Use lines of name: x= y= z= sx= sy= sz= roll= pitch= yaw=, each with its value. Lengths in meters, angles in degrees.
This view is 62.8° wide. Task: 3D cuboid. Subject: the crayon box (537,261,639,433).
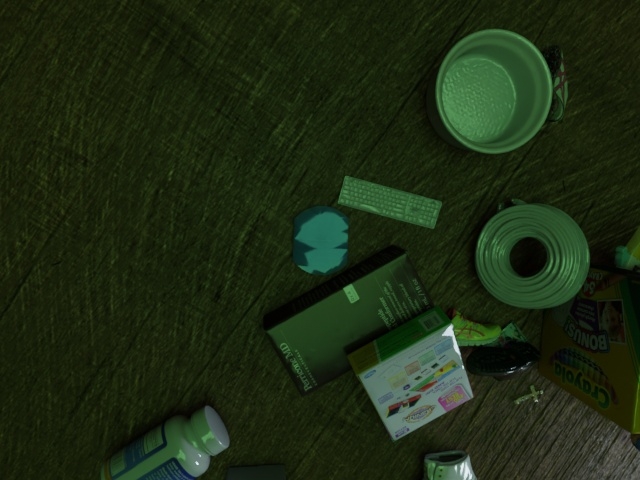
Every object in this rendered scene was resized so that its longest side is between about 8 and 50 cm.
crayon box: x=0.655 y=0.219 z=1.216 sx=0.106 sy=0.363 sz=0.313 roll=4 pitch=95 yaw=-7

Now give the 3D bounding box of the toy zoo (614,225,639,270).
toy zoo: x=0.833 y=0.076 z=1.333 sx=0.293 sy=0.030 sz=0.192 roll=27 pitch=92 yaw=-32

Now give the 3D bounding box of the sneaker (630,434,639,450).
sneaker: x=0.991 y=0.536 z=1.413 sx=0.296 sy=0.112 sz=0.131 roll=-15 pitch=97 yaw=-4

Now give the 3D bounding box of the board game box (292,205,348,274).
board game box: x=0.000 y=0.000 z=1.290 sx=0.133 sy=0.033 sz=0.168 roll=2 pitch=90 yaw=-2

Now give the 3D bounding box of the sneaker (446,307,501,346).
sneaker: x=0.358 y=0.218 z=1.327 sx=0.209 sy=0.081 sz=0.094 roll=-3 pitch=90 yaw=-7

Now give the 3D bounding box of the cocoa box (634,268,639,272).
cocoa box: x=0.916 y=0.185 z=1.237 sx=0.347 sy=0.231 sz=0.228 roll=-5 pitch=105 yaw=-34

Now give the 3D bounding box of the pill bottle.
pill bottle: x=-0.358 y=0.511 z=1.237 sx=0.272 sy=0.152 sz=0.152 roll=-31 pitch=98 yaw=-3

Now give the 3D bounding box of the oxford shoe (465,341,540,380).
oxford shoe: x=0.444 y=0.316 z=1.303 sx=0.227 sy=0.083 sz=0.096 roll=3 pitch=127 yaw=-29

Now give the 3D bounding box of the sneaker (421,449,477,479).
sneaker: x=0.266 y=0.643 z=1.350 sx=0.293 sy=0.108 sz=0.169 roll=-18 pitch=96 yaw=-14

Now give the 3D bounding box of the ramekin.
ramekin: x=0.386 y=-0.342 z=1.247 sx=0.277 sy=0.135 sz=0.277 roll=-1 pitch=95 yaw=-7

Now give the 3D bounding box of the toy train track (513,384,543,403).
toy train track: x=0.557 y=0.418 z=1.401 sx=0.083 sy=0.014 sz=0.048 roll=-20 pitch=97 yaw=-4

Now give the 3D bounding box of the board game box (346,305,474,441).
board game box: x=0.224 y=0.328 z=1.253 sx=0.242 sy=0.064 sz=0.316 roll=-28 pitch=129 yaw=-3

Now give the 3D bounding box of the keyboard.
keyboard: x=0.174 y=-0.094 z=1.308 sx=0.256 sy=0.014 sz=0.072 roll=14 pitch=94 yaw=-7

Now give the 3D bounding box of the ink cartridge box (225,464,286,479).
ink cartridge box: x=-0.160 y=0.678 z=1.308 sx=0.148 sy=0.086 sz=0.203 roll=0 pitch=96 yaw=-6

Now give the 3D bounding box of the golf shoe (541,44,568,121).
golf shoe: x=0.579 y=-0.389 z=1.308 sx=0.086 sy=0.067 sz=0.186 roll=5 pitch=91 yaw=-38

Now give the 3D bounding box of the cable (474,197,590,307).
cable: x=0.501 y=0.037 z=1.256 sx=0.257 sy=0.089 sz=0.257 roll=21 pitch=98 yaw=36

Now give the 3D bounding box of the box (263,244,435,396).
box: x=0.070 y=0.184 z=1.262 sx=0.381 sy=0.143 sz=0.191 roll=-30 pitch=99 yaw=-1

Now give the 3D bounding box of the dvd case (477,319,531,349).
dvd case: x=0.484 y=0.279 z=1.379 sx=0.119 sy=0.013 sz=0.087 roll=-39 pitch=98 yaw=-2
